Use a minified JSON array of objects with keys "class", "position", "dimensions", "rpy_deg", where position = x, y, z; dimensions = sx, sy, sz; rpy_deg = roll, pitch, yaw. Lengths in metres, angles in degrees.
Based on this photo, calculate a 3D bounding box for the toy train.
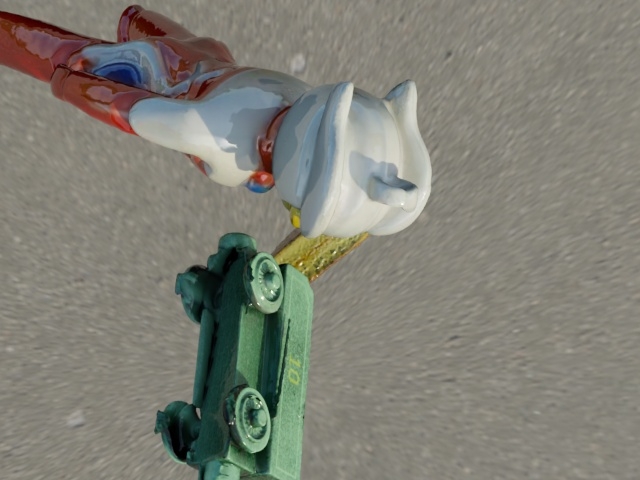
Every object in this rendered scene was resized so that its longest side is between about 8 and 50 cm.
[{"class":"toy train","position":[-0.047,0.082,1.015],"dimensions":[0.070,0.099,0.172],"rpy_deg":[-11,60,30]}]

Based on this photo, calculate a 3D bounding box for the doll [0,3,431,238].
[{"class":"doll","position":[-0.068,-0.088,1.041],"dimensions":[0.188,0.384,0.099],"rpy_deg":[-6,111,-39]}]

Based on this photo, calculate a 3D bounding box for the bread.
[{"class":"bread","position":[0.000,0.000,1.121],"dimensions":[0.090,0.094,0.035],"rpy_deg":[-41,94,17]}]
